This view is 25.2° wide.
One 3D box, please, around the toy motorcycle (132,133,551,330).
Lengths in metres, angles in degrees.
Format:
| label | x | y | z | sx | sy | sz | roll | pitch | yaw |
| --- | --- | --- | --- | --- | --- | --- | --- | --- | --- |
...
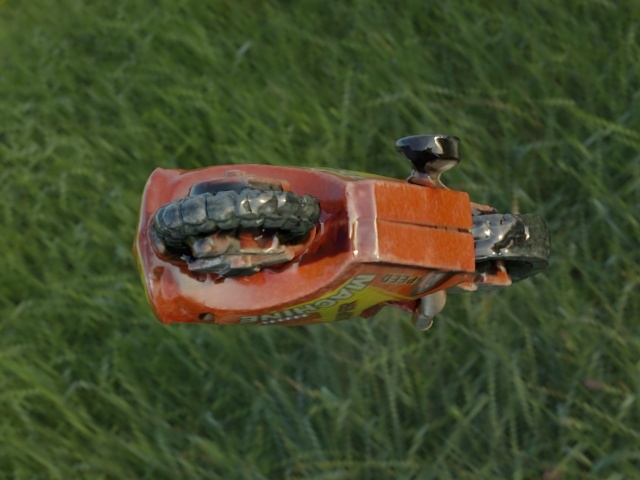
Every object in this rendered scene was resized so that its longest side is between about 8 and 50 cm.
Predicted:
| label | x | y | z | sx | sy | sz | roll | pitch | yaw |
| --- | --- | --- | --- | --- | --- | --- | --- | --- | --- |
| toy motorcycle | 0.002 | 0.001 | 0.810 | 0.171 | 0.298 | 0.089 | -20 | 73 | 38 |
